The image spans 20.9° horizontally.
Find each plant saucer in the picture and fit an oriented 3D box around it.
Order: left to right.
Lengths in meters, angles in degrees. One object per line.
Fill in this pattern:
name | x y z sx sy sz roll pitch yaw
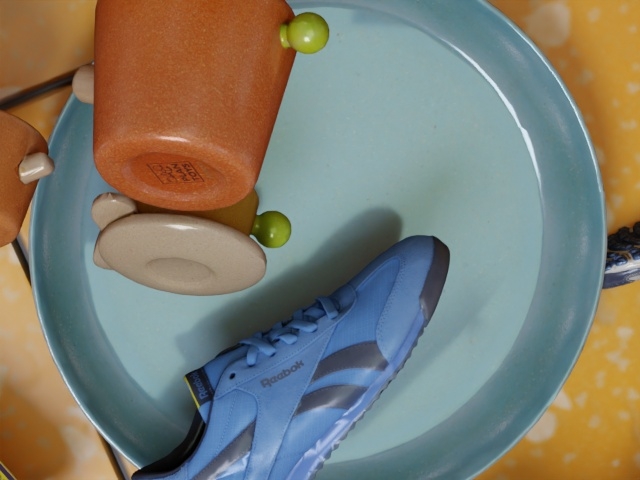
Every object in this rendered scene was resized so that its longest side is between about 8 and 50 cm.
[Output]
plant saucer | 0.000 0.000 0.961 0.318 0.044 0.317 -1 99 -8

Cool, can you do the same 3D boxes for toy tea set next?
toy tea set | -0.161 -0.081 0.832 0.336 0.200 0.124 12 65 -10

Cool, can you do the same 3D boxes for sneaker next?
sneaker | -0.016 0.070 0.913 0.082 0.069 0.209 38 91 -8
sneaker | 0.220 0.014 0.993 0.135 0.052 0.058 -14 106 -5

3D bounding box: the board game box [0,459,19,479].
board game box | -0.240 0.140 0.906 0.141 0.048 0.170 -41 85 -14
